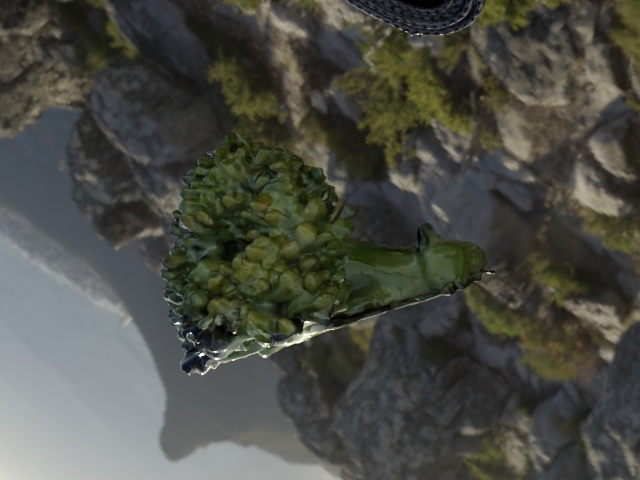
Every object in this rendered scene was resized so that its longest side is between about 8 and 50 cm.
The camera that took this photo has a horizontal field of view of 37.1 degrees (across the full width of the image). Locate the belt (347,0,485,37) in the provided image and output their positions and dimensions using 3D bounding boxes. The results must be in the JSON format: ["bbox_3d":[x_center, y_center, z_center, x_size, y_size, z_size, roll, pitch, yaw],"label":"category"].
[{"bbox_3d":[-0.019,-0.279,0.841,0.360,0.094,0.126,22,128,4],"label":"belt"}]

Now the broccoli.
[{"bbox_3d":[-0.015,-0.009,0.795,0.242,0.273,0.180,-10,-100,-76],"label":"broccoli"}]
